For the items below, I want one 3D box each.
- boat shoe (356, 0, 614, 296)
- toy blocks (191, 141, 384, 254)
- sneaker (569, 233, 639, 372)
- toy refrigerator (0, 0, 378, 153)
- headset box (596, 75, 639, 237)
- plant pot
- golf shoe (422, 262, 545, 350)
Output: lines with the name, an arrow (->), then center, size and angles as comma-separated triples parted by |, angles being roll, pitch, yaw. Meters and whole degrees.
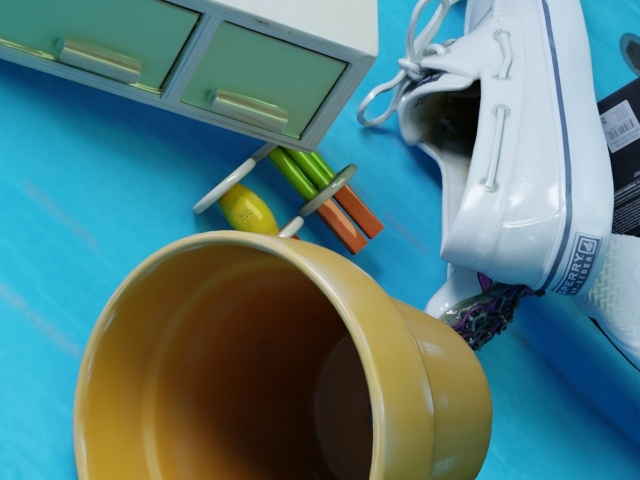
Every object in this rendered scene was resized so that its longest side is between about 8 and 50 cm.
boat shoe -> 0.107, -0.105, 1.002 | 0.157, 0.135, 0.367 | 9, 44, -7
toy blocks -> 0.000, 0.000, 0.904 | 0.148, 0.054, 0.123 | 50, 46, -5
sneaker -> 0.279, 0.114, 1.016 | 0.269, 0.153, 0.101 | 37, 60, 6
toy refrigerator -> -0.106, -0.147, 0.827 | 0.270, 0.102, 0.094 | 16, 49, -20
headset box -> 0.339, -0.099, 1.123 | 0.293, 0.218, 0.110 | -20, 81, -44
plant pot -> -0.001, 0.102, 0.761 | 0.188, 0.205, 0.205 | 7, 61, -54
golf shoe -> 0.118, 0.021, 0.992 | 0.086, 0.067, 0.186 | 37, 41, 18
